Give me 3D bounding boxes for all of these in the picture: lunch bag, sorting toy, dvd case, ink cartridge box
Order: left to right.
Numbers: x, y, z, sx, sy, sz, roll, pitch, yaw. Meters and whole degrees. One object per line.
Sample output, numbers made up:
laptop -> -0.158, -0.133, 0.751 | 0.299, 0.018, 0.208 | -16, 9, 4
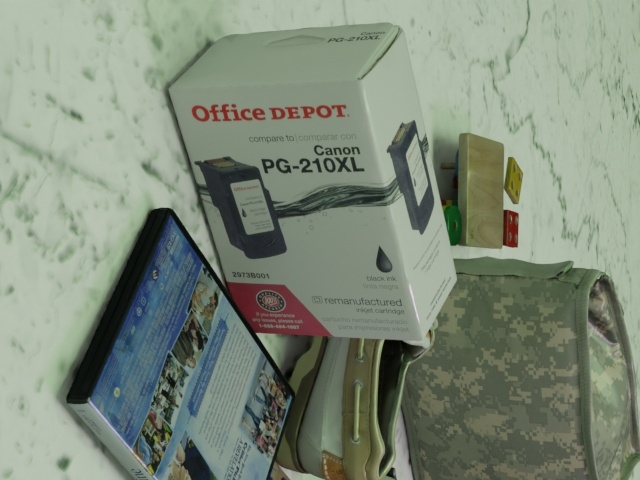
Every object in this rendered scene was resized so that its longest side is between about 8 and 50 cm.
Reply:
dvd case -> -0.097, 0.122, 0.998 | 0.253, 0.022, 0.180 | 60, 36, -41
ink cartridge box -> -0.002, -0.044, 1.035 | 0.100, 0.172, 0.237 | -54, 137, -49
sorting toy -> 0.183, -0.057, 1.550 | 0.274, 0.046, 0.132 | 4, 87, -63
lunch bag -> 0.211, 0.139, 1.397 | 0.169, 0.235, 0.287 | -44, 130, -48

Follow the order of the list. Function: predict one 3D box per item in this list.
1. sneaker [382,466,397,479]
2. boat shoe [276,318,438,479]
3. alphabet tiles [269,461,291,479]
sneaker -> 0.071, 0.303, 1.276 | 0.235, 0.094, 0.153 | 21, 78, -54
boat shoe -> 0.055, 0.077, 1.177 | 0.113, 0.103, 0.302 | 33, 71, -61
alphabet tiles -> -0.065, 0.283, 1.100 | 0.237, 0.009, 0.198 | 59, 40, -47
